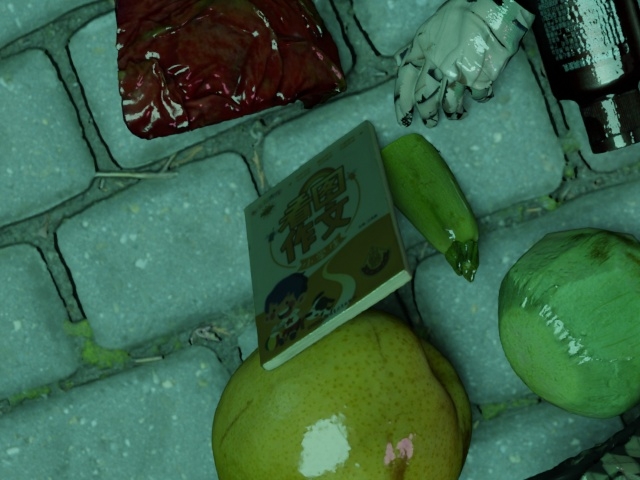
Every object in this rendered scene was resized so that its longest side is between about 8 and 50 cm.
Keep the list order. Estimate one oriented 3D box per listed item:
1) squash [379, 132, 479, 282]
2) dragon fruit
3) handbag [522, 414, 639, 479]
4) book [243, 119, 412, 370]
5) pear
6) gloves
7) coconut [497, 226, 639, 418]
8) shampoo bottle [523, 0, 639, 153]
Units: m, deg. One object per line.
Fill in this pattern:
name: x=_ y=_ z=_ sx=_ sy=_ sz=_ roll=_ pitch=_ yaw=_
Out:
squash: x=0.145 y=-0.032 z=1.588 sx=0.090 sy=0.075 sz=0.200 roll=-33 pitch=67 yaw=1
dragon fruit: x=-0.132 y=-0.193 z=1.546 sx=0.302 sy=0.330 sz=0.240 roll=18 pitch=126 yaw=11
handbag: x=0.432 y=0.238 z=1.386 sx=0.317 sy=0.180 sz=0.416 roll=20 pitch=132 yaw=-17
book: x=0.000 y=0.000 z=1.546 sx=0.208 sy=0.295 sz=0.020 roll=-35 pitch=125 yaw=19
pear: x=0.026 y=0.233 z=1.562 sx=0.314 sy=0.314 sz=0.314 roll=3 pitch=101 yaw=16
gloves: x=0.153 y=-0.212 z=1.528 sx=0.127 sy=0.111 sz=0.212 roll=44 pitch=111 yaw=7
coconut: x=0.324 y=0.089 z=1.488 sx=0.236 sy=0.236 sz=0.204 roll=-6 pitch=115 yaw=17
shampoo bottle: x=0.302 y=-0.263 z=1.495 sx=0.129 sy=0.084 sz=0.323 roll=-17 pitch=95 yaw=24
